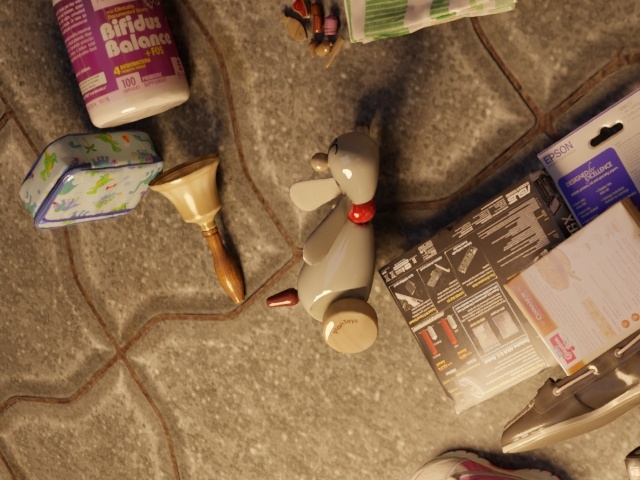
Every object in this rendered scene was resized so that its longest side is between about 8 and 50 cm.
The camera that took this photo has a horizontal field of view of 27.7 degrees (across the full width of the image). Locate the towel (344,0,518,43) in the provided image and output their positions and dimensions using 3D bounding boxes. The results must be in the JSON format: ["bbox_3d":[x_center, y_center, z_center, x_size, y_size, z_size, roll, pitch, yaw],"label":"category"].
[{"bbox_3d":[0.130,-0.401,1.717,0.325,0.038,0.248,-5,97,52],"label":"towel"}]

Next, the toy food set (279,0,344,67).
[{"bbox_3d":[-0.006,-0.318,1.932,0.122,0.019,0.078,52,128,24],"label":"toy food set"}]

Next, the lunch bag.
[{"bbox_3d":[-0.381,-0.100,2.164,0.176,0.219,0.090,-46,67,36],"label":"lunch bag"}]

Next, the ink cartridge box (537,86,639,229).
[{"bbox_3d":[0.410,-0.074,1.651,0.206,0.045,0.208,-34,83,40],"label":"ink cartridge box"}]

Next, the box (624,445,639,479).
[{"bbox_3d":[0.515,0.379,1.694,0.183,0.056,0.231,-11,97,41],"label":"box"}]

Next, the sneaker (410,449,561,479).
[{"bbox_3d":[0.226,0.376,1.888,0.252,0.111,0.103,-2,102,39],"label":"sneaker"}]

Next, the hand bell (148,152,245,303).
[{"bbox_3d":[-0.176,-0.008,2.122,0.126,0.126,0.242,-11,108,40],"label":"hand bell"}]

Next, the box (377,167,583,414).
[{"bbox_3d":[0.255,0.073,1.799,0.307,0.076,0.242,-35,80,40],"label":"box"}]

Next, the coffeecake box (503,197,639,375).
[{"bbox_3d":[0.350,0.058,1.633,0.185,0.068,0.142,-38,81,21],"label":"coffeecake box"}]

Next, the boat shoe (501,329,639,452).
[{"bbox_3d":[0.373,0.189,1.730,0.335,0.112,0.095,-32,65,34],"label":"boat shoe"}]

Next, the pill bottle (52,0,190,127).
[{"bbox_3d":[-0.331,-0.346,2.084,0.169,0.169,0.301,-17,93,40],"label":"pill bottle"}]

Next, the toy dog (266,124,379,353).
[{"bbox_3d":[0.000,0.000,1.868,0.161,0.220,0.333,-3,105,-5],"label":"toy dog"}]
